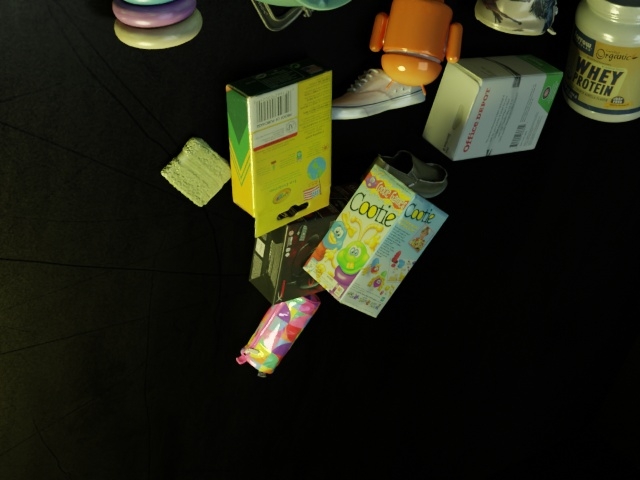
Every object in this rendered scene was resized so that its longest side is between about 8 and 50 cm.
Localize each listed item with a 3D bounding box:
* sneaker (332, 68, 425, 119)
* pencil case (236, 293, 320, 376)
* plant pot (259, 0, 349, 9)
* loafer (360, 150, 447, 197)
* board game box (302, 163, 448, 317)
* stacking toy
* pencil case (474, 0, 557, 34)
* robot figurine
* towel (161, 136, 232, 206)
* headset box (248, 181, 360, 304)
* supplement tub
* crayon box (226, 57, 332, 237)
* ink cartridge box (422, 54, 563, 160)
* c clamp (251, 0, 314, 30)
[{"bbox_3d":[0.101,-0.312,1.895,0.258,0.094,0.091,-18,106,-27],"label":"sneaker"},{"bbox_3d":[-0.098,0.209,2.158,0.104,0.104,0.236,21,107,-50],"label":"pencil case"},{"bbox_3d":[-0.047,-0.487,1.426,0.272,0.255,0.271,-21,132,-25],"label":"plant pot"},{"bbox_3d":[0.210,-0.157,2.114,0.251,0.094,0.087,-6,132,-40],"label":"loafer"},{"bbox_3d":[0.118,0.002,1.953,0.144,0.142,0.275,28,100,-48],"label":"board game box"},{"bbox_3d":[-0.266,-0.466,1.371,0.141,0.141,0.330,-24,133,-26],"label":"stacking toy"},{"bbox_3d":[0.464,-0.632,1.865,0.183,0.160,0.410,2,123,-24],"label":"pencil case"},{"bbox_3d":[0.191,-0.406,1.818,0.158,0.128,0.219,9,94,-20],"label":"robot figurine"},{"bbox_3d":[-0.238,-0.134,1.773,0.110,0.027,0.148,-47,144,3],"label":"towel"},{"bbox_3d":[0.000,0.000,2.046,0.293,0.110,0.218,-14,131,-35],"label":"headset box"},{"bbox_3d":[0.721,-0.472,2.197,0.228,0.228,0.316,-27,138,-23],"label":"supplement tub"},{"bbox_3d":[-0.078,-0.182,1.805,0.202,0.081,0.318,-24,132,-31],"label":"crayon box"},{"bbox_3d":[0.404,-0.317,2.127,0.289,0.121,0.211,-11,130,-37],"label":"ink cartridge box"},{"bbox_3d":[-0.062,-0.454,1.656,0.137,0.022,0.160,-41,144,2],"label":"c clamp"}]
